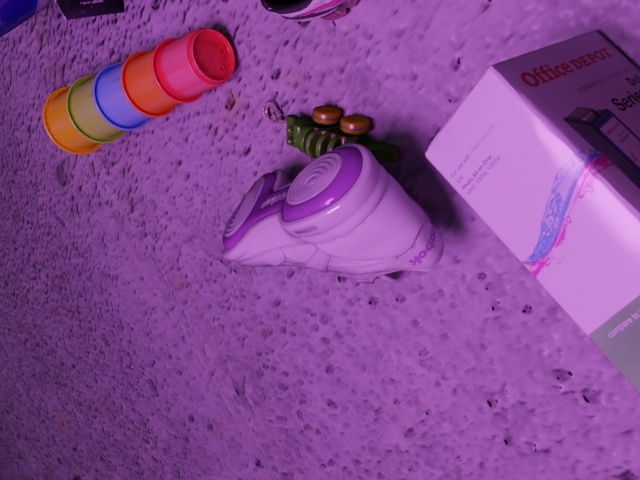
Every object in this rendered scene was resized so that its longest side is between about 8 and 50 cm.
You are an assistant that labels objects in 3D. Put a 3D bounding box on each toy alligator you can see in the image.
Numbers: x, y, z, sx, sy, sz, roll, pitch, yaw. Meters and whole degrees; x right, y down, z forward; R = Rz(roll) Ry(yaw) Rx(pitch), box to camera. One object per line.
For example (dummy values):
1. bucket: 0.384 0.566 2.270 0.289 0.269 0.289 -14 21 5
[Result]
1. toy alligator: -0.008 -0.104 0.774 0.189 0.051 0.056 25 124 36

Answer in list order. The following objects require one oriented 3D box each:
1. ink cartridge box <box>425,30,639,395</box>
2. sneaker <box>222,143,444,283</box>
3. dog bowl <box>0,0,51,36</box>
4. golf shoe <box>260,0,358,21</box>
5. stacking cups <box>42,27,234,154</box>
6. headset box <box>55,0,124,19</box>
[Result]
1. ink cartridge box: 0.199 -0.030 0.522 0.212 0.154 0.093 50 136 17
2. sneaker: 0.000 0.000 0.766 0.152 0.114 0.305 36 163 -20
3. dog bowl: -0.434 -0.353 0.872 0.264 0.104 0.265 32 152 19
4. golf shoe: 0.024 -0.240 0.654 0.186 0.086 0.068 -30 85 47
5. stacking cups: -0.228 -0.180 0.929 0.316 0.096 0.096 -10 101 48
6. headset box: -0.255 -0.376 0.774 0.110 0.218 0.294 14 117 41
